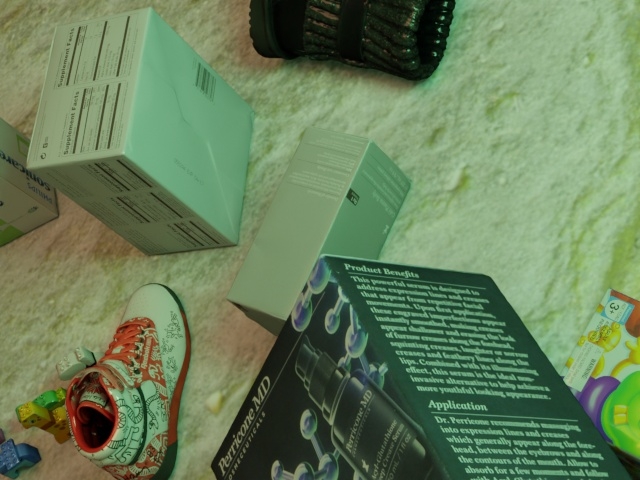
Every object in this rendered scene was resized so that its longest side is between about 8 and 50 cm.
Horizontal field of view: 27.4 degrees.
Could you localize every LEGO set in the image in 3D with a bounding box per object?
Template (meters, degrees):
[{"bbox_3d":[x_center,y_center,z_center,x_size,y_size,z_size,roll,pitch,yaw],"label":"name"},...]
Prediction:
[{"bbox_3d":[-0.369,0.223,1.657,0.227,0.093,0.087,-36,55,9],"label":"LEGO set"}]

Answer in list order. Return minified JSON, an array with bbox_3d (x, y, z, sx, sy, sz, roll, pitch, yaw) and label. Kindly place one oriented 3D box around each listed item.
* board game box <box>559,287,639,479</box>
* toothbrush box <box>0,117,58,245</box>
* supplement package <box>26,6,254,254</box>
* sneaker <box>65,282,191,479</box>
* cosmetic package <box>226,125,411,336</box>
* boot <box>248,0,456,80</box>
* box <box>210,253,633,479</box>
[{"bbox_3d":[0.376,0.178,1.238,0.275,0.144,0.142,26,80,35],"label":"board game box"},{"bbox_3d":[-0.544,-0.062,1.823,0.283,0.206,0.122,-25,57,17],"label":"toothbrush box"},{"bbox_3d":[-0.216,-0.129,1.640,0.145,0.262,0.204,-6,64,25],"label":"supplement package"},{"bbox_3d":[-0.233,0.154,1.583,0.090,0.145,0.270,-12,61,23],"label":"sneaker"},{"bbox_3d":[0.000,0.000,1.544,0.107,0.127,0.238,14,76,32],"label":"cosmetic package"},{"bbox_3d":[0.042,-0.380,1.644,0.260,0.131,0.347,9,110,35],"label":"boot"},{"bbox_3d":[0.096,0.250,1.210,0.293,0.212,0.395,-63,36,28],"label":"box"}]
